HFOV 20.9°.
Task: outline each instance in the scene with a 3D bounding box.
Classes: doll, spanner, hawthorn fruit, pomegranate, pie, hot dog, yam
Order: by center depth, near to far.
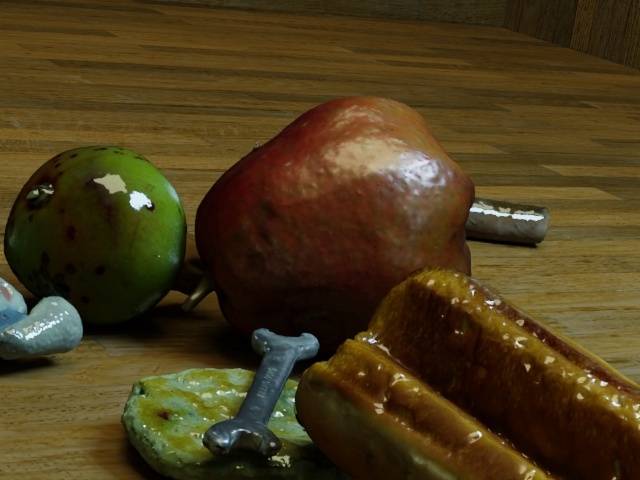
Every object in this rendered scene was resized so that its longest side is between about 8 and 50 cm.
[{"bbox_3d":[0.127,0.138,1.070,0.158,0.117,0.349,-40,41,-16],"label":"hot dog"},{"bbox_3d":[-0.052,0.136,1.218,0.187,0.041,0.187,9,15,-2],"label":"pie"},{"bbox_3d":[-0.039,0.105,1.226,0.054,0.015,0.254,12,15,4],"label":"spanner"},{"bbox_3d":[-0.291,0.053,1.340,0.214,0.071,0.103,17,26,-1],"label":"doll"},{"bbox_3d":[0.000,0.000,1.466,0.261,0.224,0.224,-14,22,-22],"label":"hawthorn fruit"},{"bbox_3d":[-0.175,0.002,1.482,0.205,0.159,0.159,22,2,-42],"label":"pomegranate"},{"bbox_3d":[0.145,-0.032,1.975,0.241,0.057,0.057,6,14,-8],"label":"yam"}]
